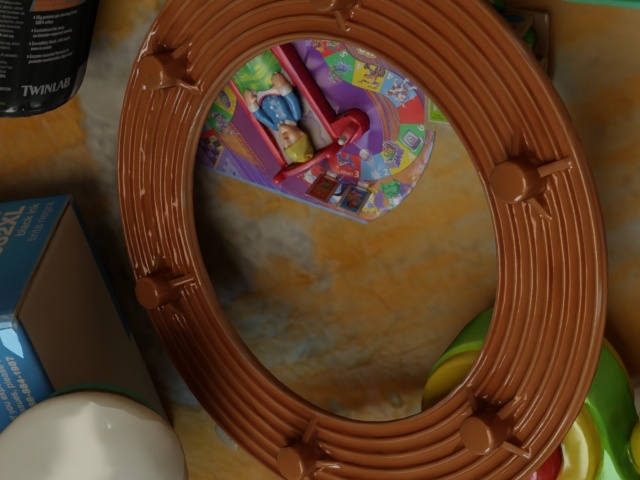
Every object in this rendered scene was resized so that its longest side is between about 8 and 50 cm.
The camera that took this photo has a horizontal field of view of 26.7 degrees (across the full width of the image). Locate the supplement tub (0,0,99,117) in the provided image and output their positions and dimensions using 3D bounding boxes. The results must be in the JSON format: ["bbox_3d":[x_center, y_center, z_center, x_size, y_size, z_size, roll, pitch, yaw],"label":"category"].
[{"bbox_3d":[-0.174,-0.174,0.747,0.117,0.117,0.190,24,124,9],"label":"supplement tub"}]

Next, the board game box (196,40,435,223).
[{"bbox_3d":[-0.018,-0.075,0.786,0.169,0.033,0.133,19,124,12],"label":"board game box"}]

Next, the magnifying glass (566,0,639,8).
[{"bbox_3d":[0.173,-0.126,0.632,0.231,0.026,0.092,34,132,15],"label":"magnifying glass"}]

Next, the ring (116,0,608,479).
[{"bbox_3d":[0.000,0.000,0.740,0.337,0.032,0.336,15,113,37],"label":"ring"}]

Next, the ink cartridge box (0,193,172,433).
[{"bbox_3d":[-0.283,0.107,0.891,0.307,0.129,0.223,-6,128,14],"label":"ink cartridge box"}]

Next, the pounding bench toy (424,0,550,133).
[{"bbox_3d":[0.089,-0.104,0.704,0.052,0.065,0.083,10,121,19],"label":"pounding bench toy"}]

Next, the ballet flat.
[{"bbox_3d":[-0.186,0.251,0.826,0.139,0.139,0.400,35,128,1],"label":"ballet flat"}]

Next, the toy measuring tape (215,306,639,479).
[{"bbox_3d":[0.066,0.091,0.807,0.330,0.121,0.121,3,119,34],"label":"toy measuring tape"}]
